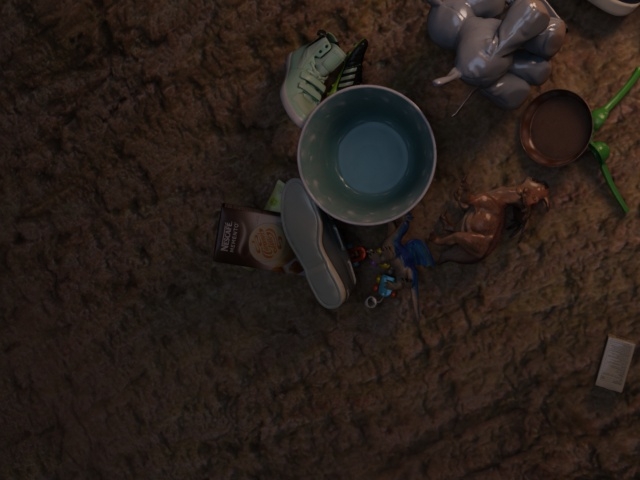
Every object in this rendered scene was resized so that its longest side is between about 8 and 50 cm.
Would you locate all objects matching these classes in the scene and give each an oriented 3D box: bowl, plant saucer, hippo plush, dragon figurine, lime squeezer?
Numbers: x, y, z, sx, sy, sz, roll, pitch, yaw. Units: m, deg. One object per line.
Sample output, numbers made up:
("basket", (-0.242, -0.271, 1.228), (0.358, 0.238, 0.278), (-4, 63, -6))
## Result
("bowl", (0.113, -0.191, 1.623), (0.311, 0.163, 0.311), (1, 93, 10))
("plant saucer", (0.516, -0.244, 1.529), (0.168, 0.029, 0.168), (5, 97, 43))
("hippo plush", (0.336, -0.411, 1.479), (0.294, 0.234, 0.236), (-37, 52, 7))
("dragon figurine", (0.207, 0.049, 1.652), (0.085, 0.144, 0.289), (-29, 93, 51))
("lime squeezer", (0.623, -0.217, 1.515), (0.110, 0.059, 0.310), (2, 96, -10))

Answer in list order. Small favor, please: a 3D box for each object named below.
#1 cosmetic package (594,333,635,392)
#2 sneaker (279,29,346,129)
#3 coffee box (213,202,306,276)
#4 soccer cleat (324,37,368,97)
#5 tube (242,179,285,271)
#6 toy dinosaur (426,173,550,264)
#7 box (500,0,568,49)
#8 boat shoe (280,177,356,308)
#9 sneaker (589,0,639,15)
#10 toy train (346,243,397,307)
("cosmetic package", (0.650, 0.270, 1.552), (0.060, 0.041, 0.115), (16, 101, 17))
("sneaker", (-0.011, -0.381, 1.634), (0.151, 0.094, 0.256), (-27, 49, 33))
("coffee box", (-0.132, -0.001, 1.729), (0.246, 0.098, 0.141), (9, 99, -8))
("soccer cleat", (0.078, -0.397, 1.689), (0.072, 0.060, 0.179), (31, 112, 5))
("tube", (-0.134, -0.033, 1.801), (0.240, 0.070, 0.062), (-55, 41, 11))
("toy dinosaur", (0.371, -0.029, 1.586), (0.200, 0.127, 0.295), (32, 111, 7))
("box", (0.402, -0.494, 1.553), (0.183, 0.059, 0.232), (-39, 83, 22))
("boat shoe", (0.000, 0.000, 1.662), (0.116, 0.099, 0.319), (-18, 94, 40))
("sneaker", (0.524, -0.608, 1.439), (0.350, 0.131, 0.148), (29, 139, 7))
("toy train", (0.130, 0.075, 1.722), (0.125, 0.046, 0.166), (-24, 84, 21))
